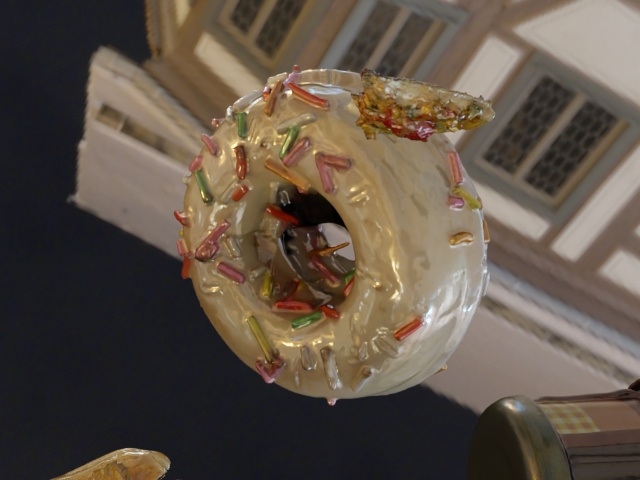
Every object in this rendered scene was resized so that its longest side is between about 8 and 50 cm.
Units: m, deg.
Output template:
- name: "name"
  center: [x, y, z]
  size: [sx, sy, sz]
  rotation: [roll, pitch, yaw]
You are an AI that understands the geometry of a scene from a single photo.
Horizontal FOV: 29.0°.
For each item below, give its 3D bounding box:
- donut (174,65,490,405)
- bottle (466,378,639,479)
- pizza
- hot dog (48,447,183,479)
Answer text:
- name: "donut"
  center: [0.000, 0.000, 1.345]
  size: [0.382, 0.382, 0.142]
  rotation: [46, -146, 15]
- name: "bottle"
  center: [0.246, 0.171, 0.848]
  size: [0.271, 0.156, 0.143]
  rotation: [-1, -163, -16]
- name: "pizza"
  center: [0.041, -0.066, 0.644]
  size: [0.078, 0.083, 0.025]
  rotation: [18, -104, -49]
- name: "hot dog"
  center: [-0.222, 0.255, 1.028]
  size: [0.109, 0.269, 0.072]
  rotation: [62, -173, -22]
